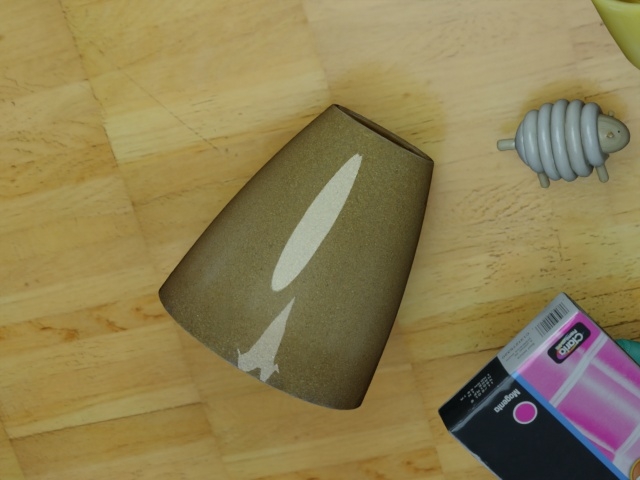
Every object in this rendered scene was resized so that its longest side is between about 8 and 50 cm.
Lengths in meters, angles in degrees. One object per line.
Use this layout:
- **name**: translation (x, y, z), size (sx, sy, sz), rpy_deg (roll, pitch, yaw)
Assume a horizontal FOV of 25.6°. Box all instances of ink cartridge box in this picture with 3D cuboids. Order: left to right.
- **ink cartridge box**: translation (0.307, 0.235, 1.415), size (0.176, 0.069, 0.371), rpy_deg (-45, 108, 7)

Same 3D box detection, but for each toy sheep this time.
- **toy sheep**: translation (0.239, -0.097, 1.391), size (0.132, 0.091, 0.091), rpy_deg (-8, 110, 19)

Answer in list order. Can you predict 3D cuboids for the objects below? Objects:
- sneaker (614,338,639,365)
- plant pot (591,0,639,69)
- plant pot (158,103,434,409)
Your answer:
- **sneaker**: translation (0.248, 0.231, 1.495), size (0.178, 0.124, 0.295), rpy_deg (14, 106, -1)
- **plant pot**: translation (0.398, -0.196, 1.248), size (0.254, 0.254, 0.239), rpy_deg (-26, 121, 19)
- **plant pot**: translation (0.000, 0.000, 1.417), size (0.237, 0.237, 0.254), rpy_deg (29, 99, -2)
